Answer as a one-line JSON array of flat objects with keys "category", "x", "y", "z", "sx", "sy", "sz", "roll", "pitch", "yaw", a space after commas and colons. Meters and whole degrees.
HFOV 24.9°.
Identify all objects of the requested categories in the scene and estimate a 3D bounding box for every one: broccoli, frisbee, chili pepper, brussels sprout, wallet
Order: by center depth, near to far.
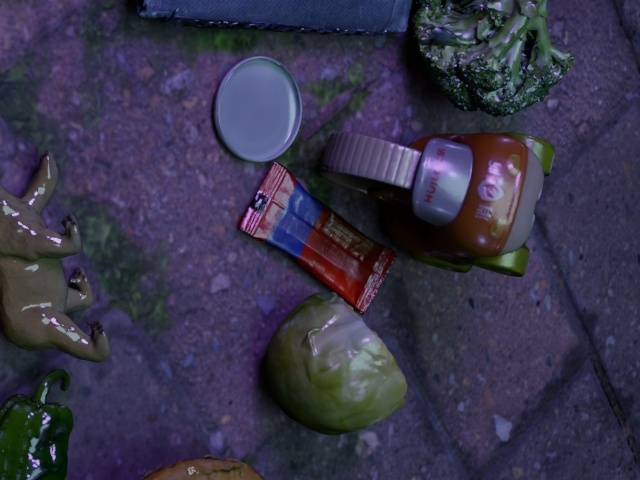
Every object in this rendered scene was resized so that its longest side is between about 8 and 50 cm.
[{"category": "chili pepper", "x": -0.276, "y": 0.248, "z": 1.349, "sx": 0.100, "sy": 0.074, "sz": 0.257, "roll": 4, "pitch": 98, "yaw": -41}, {"category": "wallet", "x": -0.036, "y": -0.328, "z": 1.454, "sx": 0.342, "sy": 0.075, "sz": 0.237, "roll": -4, "pitch": 105, "yaw": -40}, {"category": "frisbee", "x": -0.064, "y": -0.135, "z": 1.493, "sx": 0.110, "sy": 0.014, "sz": 0.110, "roll": -6, "pitch": 100, "yaw": -39}, {"category": "brussels sprout", "x": 0.010, "y": 0.140, "z": 1.512, "sx": 0.122, "sy": 0.149, "sz": 0.151, "roll": -41, "pitch": 81, "yaw": -10}, {"category": "broccoli", "x": 0.185, "y": -0.223, "z": 1.592, "sx": 0.195, "sy": 0.195, "sz": 0.156, "roll": -10, "pitch": 136, "yaw": -37}]

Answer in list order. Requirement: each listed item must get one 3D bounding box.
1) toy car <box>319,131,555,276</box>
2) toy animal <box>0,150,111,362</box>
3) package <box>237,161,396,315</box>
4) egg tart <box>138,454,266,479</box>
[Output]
[{"category": "toy car", "x": 0.109, "y": -0.058, "z": 1.525, "sx": 0.235, "sy": 0.235, "sz": 0.145, "roll": 18, "pitch": 84, "yaw": -38}, {"category": "toy animal", "x": -0.267, "y": 0.012, "z": 1.317, "sx": 0.101, "sy": 0.103, "sz": 0.218, "roll": -16, "pitch": 112, "yaw": -11}, {"category": "package", "x": 0.000, "y": 0.000, "z": 1.557, "sx": 0.200, "sy": 0.022, "sz": 0.083, "roll": 36, "pitch": 73, "yaw": -35}, {"category": "egg tart", "x": -0.153, "y": 0.361, "z": 1.392, "sx": 0.341, "sy": 0.129, "sz": 0.341, "roll": -11, "pitch": 103, "yaw": -57}]
